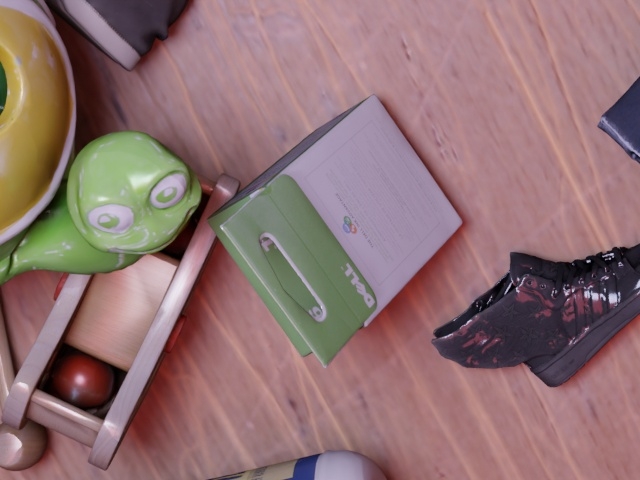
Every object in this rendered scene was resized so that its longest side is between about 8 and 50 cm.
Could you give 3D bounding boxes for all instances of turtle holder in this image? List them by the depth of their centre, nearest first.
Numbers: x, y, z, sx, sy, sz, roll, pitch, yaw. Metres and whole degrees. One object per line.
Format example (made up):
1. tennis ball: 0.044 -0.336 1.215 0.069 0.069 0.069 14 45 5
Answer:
1. turtle holder: -0.252 -0.069 1.100 0.243 0.227 0.320 -30 71 -22

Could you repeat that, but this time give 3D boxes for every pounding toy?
1. pounding toy: -0.172 0.048 1.241 0.155 0.154 0.269 25 102 -1

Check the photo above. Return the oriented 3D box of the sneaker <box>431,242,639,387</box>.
1. sneaker: 0.162 0.034 1.263 0.089 0.051 0.170 40 106 -9

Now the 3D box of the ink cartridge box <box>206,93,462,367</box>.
1. ink cartridge box: 0.000 0.000 1.188 0.062 0.209 0.109 -29 99 38

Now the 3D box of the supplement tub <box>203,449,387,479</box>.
1. supplement tub: -0.094 0.279 1.246 0.316 0.228 0.228 -14 100 7

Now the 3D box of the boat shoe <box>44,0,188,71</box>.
1. boat shoe: -0.187 -0.227 1.137 0.112 0.335 0.095 36 85 39

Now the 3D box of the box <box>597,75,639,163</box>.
1. box: 0.419 -0.093 1.067 0.395 0.212 0.293 -47 56 12
